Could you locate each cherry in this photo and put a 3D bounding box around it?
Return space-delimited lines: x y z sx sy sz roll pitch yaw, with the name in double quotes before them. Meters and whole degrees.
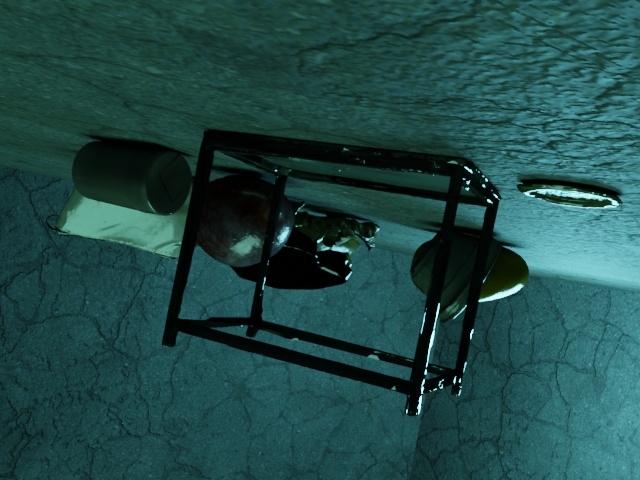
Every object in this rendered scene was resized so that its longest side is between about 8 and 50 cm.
"cherry" -0.142 -0.044 1.242 0.192 0.175 0.249 40 152 -21

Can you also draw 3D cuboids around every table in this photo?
"table" 0.021 0.033 0.831 0.334 0.273 0.222 11 179 25

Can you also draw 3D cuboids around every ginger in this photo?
"ginger" -0.121 -0.030 1.678 0.413 0.211 0.358 2 155 31

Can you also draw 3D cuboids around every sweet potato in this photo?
"sweet potato" 0.000 0.000 2.107 0.369 0.158 0.157 13 178 -31

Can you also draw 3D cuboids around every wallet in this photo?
"wallet" -0.434 -0.070 1.526 0.335 0.068 0.275 16 132 -31

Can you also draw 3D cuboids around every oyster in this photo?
"oyster" 0.061 -0.028 1.805 0.198 0.092 0.259 12 -173 -7

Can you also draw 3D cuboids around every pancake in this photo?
"pancake" 0.279 -0.051 0.734 0.114 0.011 0.115 10 177 0

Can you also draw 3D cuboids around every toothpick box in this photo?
"toothpick box" -0.324 -0.109 1.124 0.180 0.111 0.111 11 179 29

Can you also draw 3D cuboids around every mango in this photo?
"mango" 0.396 0.079 1.719 0.316 0.173 0.211 2 -174 -1

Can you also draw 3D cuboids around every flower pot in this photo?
"flower pot" 0.298 0.062 1.502 0.140 0.236 0.235 36 179 2

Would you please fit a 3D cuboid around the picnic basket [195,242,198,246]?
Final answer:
"picnic basket" -0.424 -0.063 1.775 0.139 0.165 0.266 -20 -159 -39
